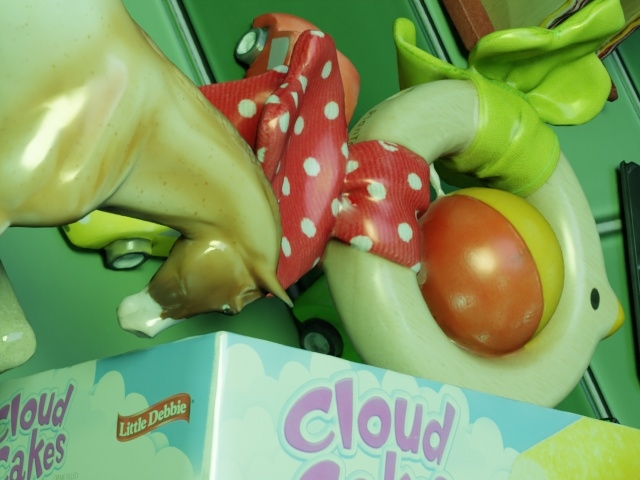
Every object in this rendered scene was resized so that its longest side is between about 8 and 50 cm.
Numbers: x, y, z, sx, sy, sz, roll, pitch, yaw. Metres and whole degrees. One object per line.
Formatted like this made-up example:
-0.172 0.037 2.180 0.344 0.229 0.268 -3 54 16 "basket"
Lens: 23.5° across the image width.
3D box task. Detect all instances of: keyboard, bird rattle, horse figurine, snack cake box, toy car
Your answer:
0.244 0.036 1.041 0.108 0.023 0.180 24 50 -28 "keyboard"
0.060 -0.012 0.699 0.253 0.143 0.207 -31 97 -51 "bird rattle"
-0.117 -0.077 0.465 0.174 0.066 0.263 -18 96 -16 "horse figurine"
0.009 0.111 0.620 0.264 0.152 0.089 17 70 -41 "snack cake box"
0.000 0.000 0.773 0.225 0.053 0.239 54 39 -6 "toy car"

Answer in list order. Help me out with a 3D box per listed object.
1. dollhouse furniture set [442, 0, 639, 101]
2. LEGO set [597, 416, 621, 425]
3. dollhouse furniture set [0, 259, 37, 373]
0.150 -0.308 1.037 0.152 0.201 0.374 4 57 -46 "dollhouse furniture set"
0.140 0.217 0.803 0.182 0.060 0.244 5 71 -49 "LEGO set"
-0.251 -0.053 0.520 0.197 0.151 0.301 -26 101 -33 "dollhouse furniture set"
